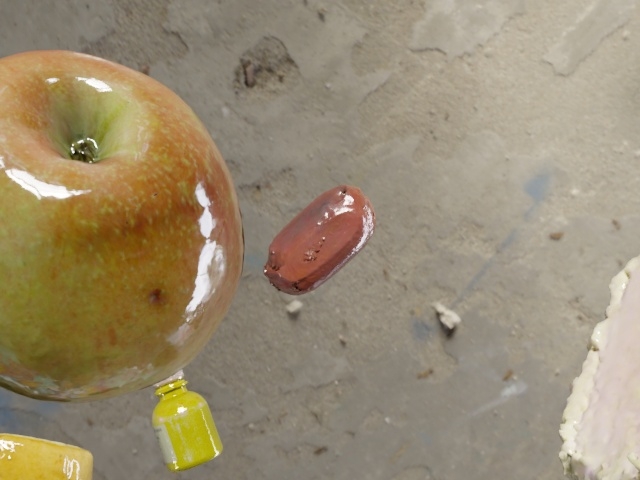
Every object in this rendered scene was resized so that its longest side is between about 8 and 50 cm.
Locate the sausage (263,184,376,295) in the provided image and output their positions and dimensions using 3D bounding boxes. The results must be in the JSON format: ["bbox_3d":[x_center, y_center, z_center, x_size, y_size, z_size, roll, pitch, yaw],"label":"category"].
[{"bbox_3d":[0.000,0.000,1.744,0.279,0.152,0.152,-42,128,-4],"label":"sausage"}]

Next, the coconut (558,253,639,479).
[{"bbox_3d":[0.407,0.135,0.537,0.404,0.404,0.405,-12,124,-18],"label":"coconut"}]

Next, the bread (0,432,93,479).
[{"bbox_3d":[-0.235,0.189,0.612,0.122,0.073,0.149,20,150,-35],"label":"bread"}]

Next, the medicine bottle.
[{"bbox_3d":[-0.291,0.359,1.713,0.121,0.122,0.213,-19,85,-13],"label":"medicine bottle"}]

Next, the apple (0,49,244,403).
[{"bbox_3d":[-0.225,-0.016,0.768,0.319,0.319,0.277,-10,157,-19],"label":"apple"}]
